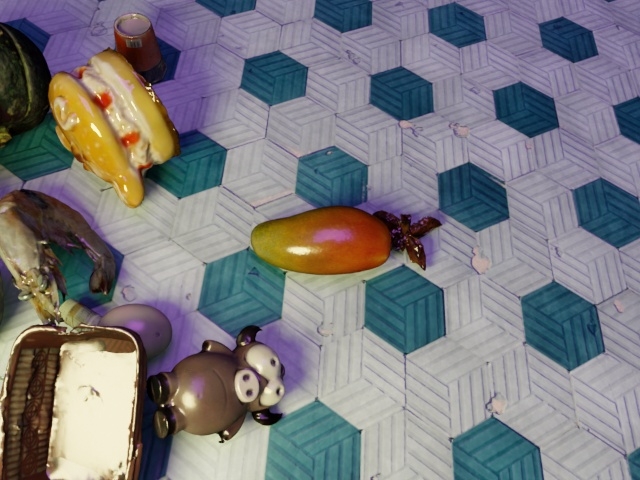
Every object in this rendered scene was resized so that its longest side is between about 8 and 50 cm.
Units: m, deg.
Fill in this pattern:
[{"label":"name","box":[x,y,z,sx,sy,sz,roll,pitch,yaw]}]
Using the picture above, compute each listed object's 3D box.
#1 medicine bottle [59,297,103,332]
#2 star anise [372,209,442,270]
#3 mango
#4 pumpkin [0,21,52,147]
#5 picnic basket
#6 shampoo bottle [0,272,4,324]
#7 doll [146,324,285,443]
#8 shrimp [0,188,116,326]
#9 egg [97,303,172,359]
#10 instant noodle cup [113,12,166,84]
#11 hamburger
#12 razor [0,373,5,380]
[{"label":"medicine bottle","box":[-0.443,0.147,1.093,0.083,0.047,0.047,29,59,11]},{"label":"star anise","box":[0.187,-0.036,1.231,0.158,0.144,0.141,14,50,3]},{"label":"mango","box":[0.002,0.005,1.192,0.288,0.129,0.146,-8,61,-2]},{"label":"pumpkin","box":[-0.713,-0.308,1.184,0.323,0.323,0.242,-30,96,-23]},{"label":"picnic basket","box":[-0.380,0.281,0.929,0.222,0.129,0.297,3,81,-4]},{"label":"shampoo bottle","box":[-0.694,0.075,0.944,0.322,0.322,0.317,-32,73,-23]},{"label":"doll","box":[-0.163,0.246,0.998,0.257,0.117,0.182,-6,80,-36]},{"label":"shrimp","box":[-0.475,0.028,1.064,0.085,0.246,0.360,-48,44,15]},{"label":"egg","box":[-0.337,0.166,1.060,0.134,0.103,0.103,4,58,-2]},{"label":"instant noodle cup","box":[-0.444,-0.466,1.416,0.127,0.136,0.127,3,57,-4]},{"label":"hamburger","box":[-0.433,-0.224,1.220,0.186,0.261,0.303,-41,112,-21]},{"label":"razor","box":[-0.547,0.332,0.952,0.068,0.106,0.232,28,69,10]}]
